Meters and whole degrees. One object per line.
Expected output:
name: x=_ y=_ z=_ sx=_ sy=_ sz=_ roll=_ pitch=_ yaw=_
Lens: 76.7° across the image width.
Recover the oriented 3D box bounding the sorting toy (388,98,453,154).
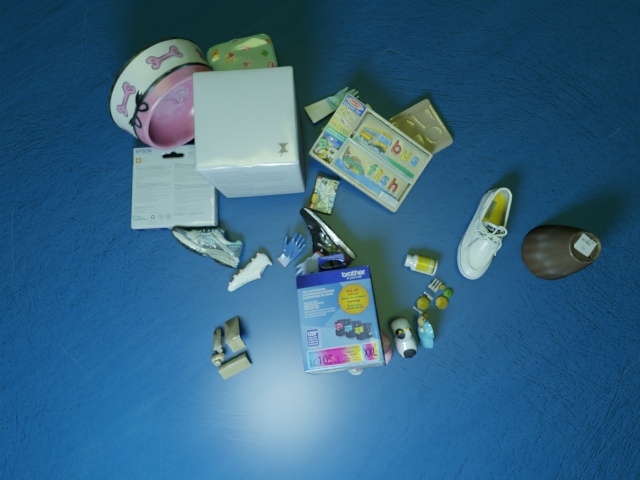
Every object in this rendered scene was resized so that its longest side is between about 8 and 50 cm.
sorting toy: x=0.397 y=-0.432 z=1.617 sx=0.193 sy=0.038 sz=0.208 roll=-29 pitch=89 yaw=-2

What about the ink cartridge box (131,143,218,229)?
ink cartridge box: x=-0.570 y=-0.209 z=1.593 sx=0.324 sy=0.071 sz=0.330 roll=-2 pitch=80 yaw=1

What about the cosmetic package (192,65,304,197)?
cosmetic package: x=-0.231 y=-0.359 z=1.439 sx=0.329 sy=0.394 sz=0.327 roll=-3 pitch=84 yaw=0

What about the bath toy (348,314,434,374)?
bath toy: x=0.239 y=0.387 z=1.481 sx=0.348 sy=0.129 sz=0.151 roll=-21 pitch=84 yaw=-1

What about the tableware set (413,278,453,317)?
tableware set: x=0.433 y=0.230 z=1.549 sx=0.104 sy=0.024 sz=0.154 roll=38 pitch=85 yaw=2

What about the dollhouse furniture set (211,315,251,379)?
dollhouse furniture set: x=-0.341 y=0.408 z=1.541 sx=0.144 sy=0.123 sz=0.151 roll=-27 pitch=119 yaw=-2

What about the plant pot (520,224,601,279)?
plant pot: x=0.883 y=0.032 z=1.456 sx=0.215 sy=0.230 sz=0.215 roll=0 pitch=83 yaw=1

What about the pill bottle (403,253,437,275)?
pill bottle: x=0.381 y=0.089 z=1.542 sx=0.116 sy=0.065 sz=0.065 roll=15 pitch=84 yaw=2

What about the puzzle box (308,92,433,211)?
puzzle box: x=0.194 y=-0.330 z=1.548 sx=0.409 sy=0.052 sz=0.272 roll=33 pitch=90 yaw=-7

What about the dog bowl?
dog bowl: x=-0.530 y=-0.501 z=1.452 sx=0.408 sy=0.408 sz=0.150 roll=-43 pitch=84 yaw=-4

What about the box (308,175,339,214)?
box: x=0.013 y=-0.177 z=1.597 sx=0.094 sy=0.027 sz=0.137 roll=15 pitch=84 yaw=1

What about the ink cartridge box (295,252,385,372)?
ink cartridge box: x=0.063 y=0.249 z=1.420 sx=0.270 sy=0.151 sz=0.396 roll=-9 pitch=66 yaw=5

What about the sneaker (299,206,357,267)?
sneaker: x=0.000 y=0.000 z=1.543 sx=0.124 sy=0.107 sz=0.283 roll=-44 pitch=85 yaw=2

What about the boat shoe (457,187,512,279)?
boat shoe: x=0.628 y=-0.030 z=1.504 sx=0.135 sy=0.156 sz=0.367 roll=25 pitch=84 yaw=4

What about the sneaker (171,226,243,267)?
sneaker: x=-0.431 y=0.003 z=1.562 sx=0.283 sy=0.110 sz=0.122 roll=25 pitch=73 yaw=-3

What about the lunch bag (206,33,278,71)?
lunch bag: x=-0.306 y=-0.679 z=1.619 sx=0.279 sy=0.108 sz=0.224 roll=-15 pitch=87 yaw=1

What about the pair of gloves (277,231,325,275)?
pair of gloves: x=-0.078 y=0.066 z=1.545 sx=0.198 sy=0.023 sz=0.159 roll=44 pitch=114 yaw=11

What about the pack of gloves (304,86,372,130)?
pack of gloves: x=0.082 y=-0.504 z=1.635 sx=0.232 sy=0.046 sz=0.195 roll=-28 pitch=72 yaw=-5

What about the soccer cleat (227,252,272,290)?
soccer cleat: x=-0.272 y=0.131 z=1.552 sx=0.076 sy=0.068 sz=0.196 roll=45 pitch=83 yaw=2
